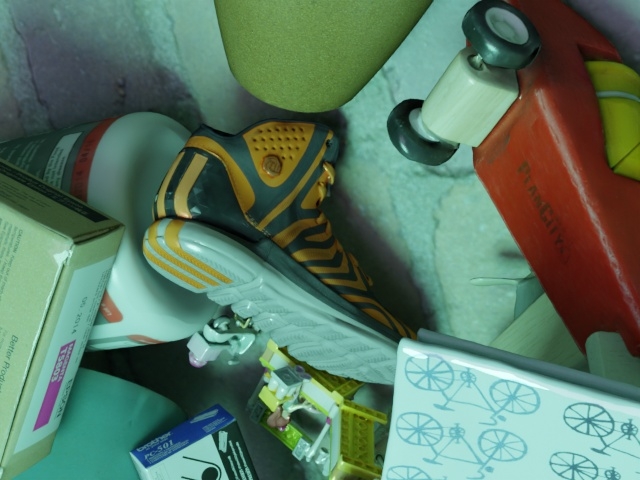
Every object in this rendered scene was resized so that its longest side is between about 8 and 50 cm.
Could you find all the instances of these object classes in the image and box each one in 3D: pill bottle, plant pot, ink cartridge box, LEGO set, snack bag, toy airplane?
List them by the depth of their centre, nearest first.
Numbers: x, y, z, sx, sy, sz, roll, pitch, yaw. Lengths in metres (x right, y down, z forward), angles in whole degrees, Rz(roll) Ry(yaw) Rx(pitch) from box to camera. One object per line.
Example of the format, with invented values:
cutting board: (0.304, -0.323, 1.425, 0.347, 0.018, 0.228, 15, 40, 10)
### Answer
snack bag: (0.189, 0.224, 0.920, 0.323, 0.037, 0.342, 15, 132, 10)
toy airplane: (0.250, 0.000, 0.998, 0.386, 0.272, 0.384, 18, 109, 52)
plant pot: (0.007, -0.234, 1.043, 0.237, 0.237, 0.254, 27, 136, 10)
ink cartridge box: (-0.290, 0.054, 1.105, 0.193, 0.088, 0.235, 28, 110, 16)
LEGO set: (-0.016, 0.191, 1.247, 0.287, 0.132, 0.107, 51, 126, 37)
ink cartridge box: (-0.096, 0.266, 1.251, 0.046, 0.097, 0.207, 28, 140, 58)
pill bottle: (-0.286, 0.009, 1.260, 0.363, 0.210, 0.210, -9, 109, 25)
plant pot: (-0.293, 0.262, 1.281, 0.293, 0.235, 0.293, 8, 158, 3)

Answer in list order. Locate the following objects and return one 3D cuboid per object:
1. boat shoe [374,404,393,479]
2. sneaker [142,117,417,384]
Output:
boat shoe: (0.072, 0.236, 1.275, 0.109, 0.098, 0.302, 42, 122, 1)
sneaker: (0.000, 0.000, 1.190, 0.124, 0.180, 0.321, -9, 144, 46)
